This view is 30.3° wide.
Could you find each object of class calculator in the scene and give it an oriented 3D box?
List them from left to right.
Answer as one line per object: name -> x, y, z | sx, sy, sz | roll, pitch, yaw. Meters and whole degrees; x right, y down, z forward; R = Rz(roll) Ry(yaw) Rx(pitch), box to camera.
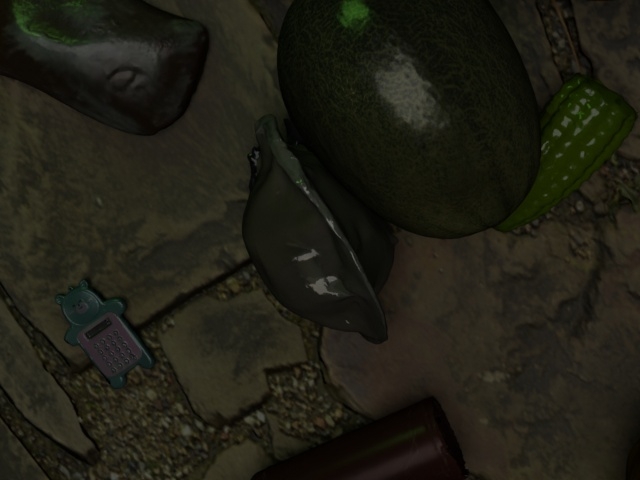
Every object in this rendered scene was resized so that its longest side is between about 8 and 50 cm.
calculator -> -0.267, 0.113, 1.450 | 0.094, 0.019, 0.141 | -35, 96, 13

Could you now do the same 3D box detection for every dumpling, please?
dumpling -> -0.014, 0.004, 1.314 | 0.163, 0.204, 0.293 | -22, 107, 21

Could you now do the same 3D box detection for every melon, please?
melon -> 0.097, -0.153, 1.249 | 0.248, 0.248, 0.329 | -37, 94, 11

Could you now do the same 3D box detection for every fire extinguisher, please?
fire extinguisher -> 0.014, 0.314, 1.426 | 0.337, 0.106, 0.147 | -25, 122, 11

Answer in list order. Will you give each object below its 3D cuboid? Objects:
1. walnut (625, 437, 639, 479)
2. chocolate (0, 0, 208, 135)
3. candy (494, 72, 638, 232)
walnut -> 0.439, 0.337, 1.333 | 0.209, 0.209, 0.336 | -21, 99, 9
chocolate -> -0.266, -0.220, 1.357 | 0.254, 0.080, 0.157 | 24, 102, 1
candy -> 0.260, -0.091, 1.327 | 0.097, 0.097, 0.209 | 39, 110, -2
